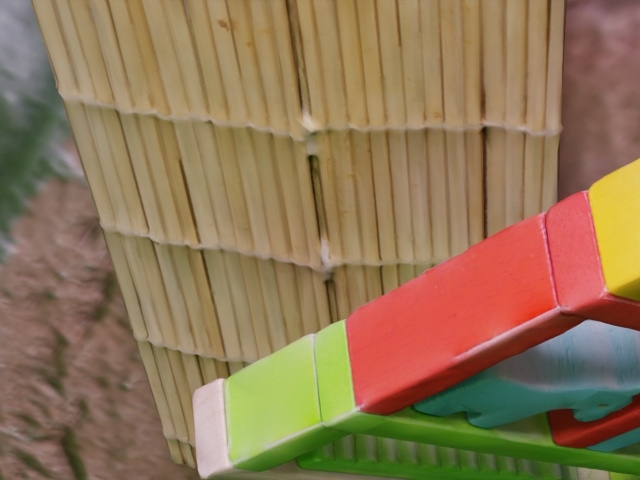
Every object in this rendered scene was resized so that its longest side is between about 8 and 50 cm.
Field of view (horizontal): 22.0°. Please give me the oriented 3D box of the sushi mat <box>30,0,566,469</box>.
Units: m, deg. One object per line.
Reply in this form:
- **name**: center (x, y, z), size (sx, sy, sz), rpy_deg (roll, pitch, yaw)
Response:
- **sushi mat**: center (0.000, 0.000, 0.527), size (0.151, 0.019, 0.317), rpy_deg (5, 144, 9)

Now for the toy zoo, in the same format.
- **toy zoo**: center (0.128, 0.022, 0.449), size (0.192, 0.030, 0.293), rpy_deg (14, 149, -38)
